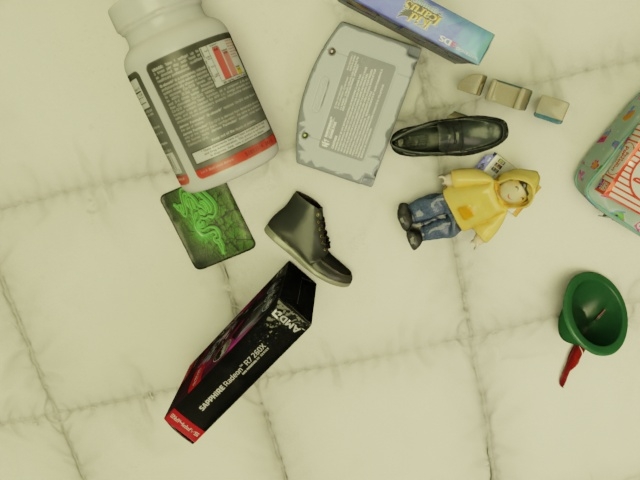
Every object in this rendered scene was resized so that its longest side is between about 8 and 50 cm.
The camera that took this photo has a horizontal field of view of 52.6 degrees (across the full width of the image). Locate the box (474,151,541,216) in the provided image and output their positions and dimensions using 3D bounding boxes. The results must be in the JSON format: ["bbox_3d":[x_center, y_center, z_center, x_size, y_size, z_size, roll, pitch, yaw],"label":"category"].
[{"bbox_3d":[0.380,-0.121,1.352,0.136,0.028,0.081,36,105,-6],"label":"box"}]

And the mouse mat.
[{"bbox_3d":[-0.245,-0.040,1.416,0.153,0.007,0.189,-22,104,9],"label":"mouse mat"}]

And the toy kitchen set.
[{"bbox_3d":[0.363,-0.227,1.292,0.207,0.122,0.166,23,108,16],"label":"toy kitchen set"}]

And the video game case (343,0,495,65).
[{"bbox_3d":[0.159,-0.402,1.160,0.270,0.244,0.061,26,106,-6],"label":"video game case"}]

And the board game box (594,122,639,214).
[{"bbox_3d":[0.644,-0.110,1.219,0.193,0.045,0.146,26,107,-7],"label":"board game box"}]

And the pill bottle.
[{"bbox_3d":[-0.241,-0.292,1.231,0.210,0.210,0.363,-21,105,9],"label":"pill bottle"}]

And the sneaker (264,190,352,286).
[{"bbox_3d":[0.000,0.000,1.377,0.222,0.083,0.118,37,105,-7],"label":"sneaker"}]

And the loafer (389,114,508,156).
[{"bbox_3d":[0.242,-0.194,1.236,0.223,0.078,0.076,-3,100,23],"label":"loafer"}]

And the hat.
[{"bbox_3d":[0.550,0.190,1.442,0.173,0.183,0.208,26,65,-12],"label":"hat"}]

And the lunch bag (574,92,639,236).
[{"bbox_3d":[0.664,-0.147,1.288,0.224,0.108,0.279,32,106,-9],"label":"lunch bag"}]

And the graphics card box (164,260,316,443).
[{"bbox_3d":[-0.163,0.230,1.378,0.094,0.233,0.371,42,105,-9],"label":"graphics card box"}]

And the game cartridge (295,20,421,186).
[{"bbox_3d":[0.061,-0.274,1.306,0.196,0.060,0.294,18,107,-6],"label":"game cartridge"}]

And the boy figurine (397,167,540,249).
[{"bbox_3d":[0.309,-0.065,1.319,0.285,0.092,0.177,-17,106,21],"label":"boy figurine"}]
